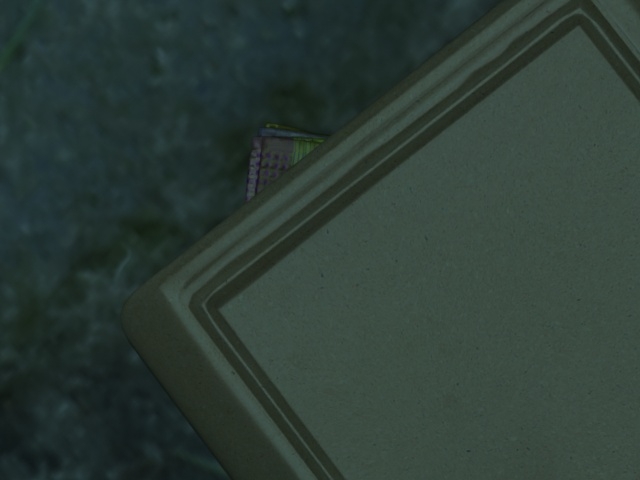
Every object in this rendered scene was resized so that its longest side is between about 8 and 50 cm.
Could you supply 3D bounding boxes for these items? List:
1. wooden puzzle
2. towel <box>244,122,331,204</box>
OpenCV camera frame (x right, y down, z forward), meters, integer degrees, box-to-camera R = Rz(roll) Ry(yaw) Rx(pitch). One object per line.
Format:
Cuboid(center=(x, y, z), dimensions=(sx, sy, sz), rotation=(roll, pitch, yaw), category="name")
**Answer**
Cuboid(center=(0.080, 0.044, 0.474), dimensions=(0.239, 0.044, 0.221), rotation=(-38, 87, 15), category="wooden puzzle")
Cuboid(center=(0.000, 0.000, 0.511), dimensions=(0.060, 0.009, 0.083), rotation=(7, 92, 12), category="towel")
